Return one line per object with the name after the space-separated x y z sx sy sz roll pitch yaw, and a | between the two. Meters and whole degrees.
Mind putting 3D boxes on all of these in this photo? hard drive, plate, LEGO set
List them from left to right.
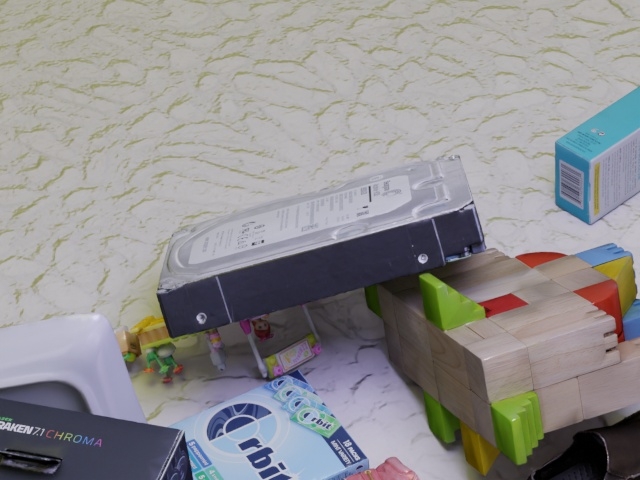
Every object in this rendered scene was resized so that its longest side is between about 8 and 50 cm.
-0.309 0.195 1.875 0.277 0.278 0.045 -10 45 4 | plate
-0.105 0.109 2.130 0.287 0.107 0.132 -23 9 -13 | LEGO set
0.000 0.000 2.048 0.339 0.064 0.237 -14 15 5 | hard drive

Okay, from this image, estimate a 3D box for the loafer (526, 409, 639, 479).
0.293 0.224 1.938 0.220 0.078 0.080 -31 47 -25 | loafer

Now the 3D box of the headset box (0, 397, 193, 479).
-0.243 0.281 1.782 0.246 0.283 0.131 9 43 15 | headset box

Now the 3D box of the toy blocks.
0.235 0.089 2.005 0.261 0.191 0.381 -16 19 -16 | toy blocks

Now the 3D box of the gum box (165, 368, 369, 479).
-0.066 0.227 2.004 0.184 0.041 0.157 -22 43 -19 | gum box

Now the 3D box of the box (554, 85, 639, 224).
0.386 -0.125 2.309 0.244 0.100 0.060 -32 47 -28 | box

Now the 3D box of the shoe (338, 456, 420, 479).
0.083 0.283 1.906 0.081 0.063 0.178 -26 41 -15 | shoe
